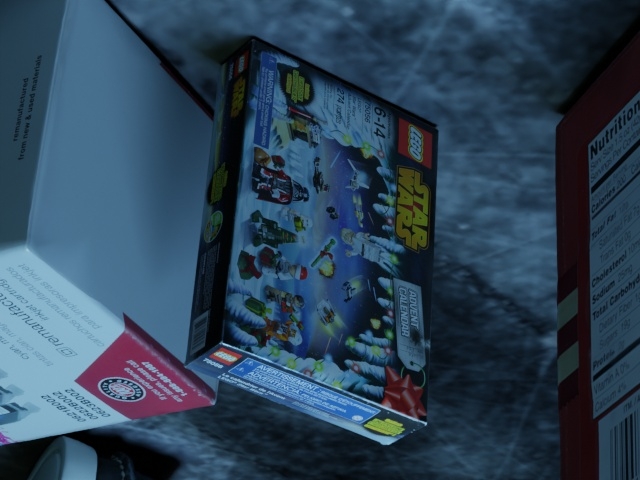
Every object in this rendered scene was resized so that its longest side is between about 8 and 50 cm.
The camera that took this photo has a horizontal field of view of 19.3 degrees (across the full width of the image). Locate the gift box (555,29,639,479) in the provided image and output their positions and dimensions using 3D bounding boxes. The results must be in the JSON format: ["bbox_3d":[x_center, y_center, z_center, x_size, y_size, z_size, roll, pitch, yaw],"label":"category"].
[{"bbox_3d":[0.239,0.044,0.649,0.258,0.276,0.255,13,152,-17],"label":"gift box"}]

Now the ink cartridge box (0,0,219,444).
[{"bbox_3d":[-0.141,0.000,0.745,0.176,0.127,0.128,-13,144,27],"label":"ink cartridge box"}]

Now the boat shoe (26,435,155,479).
[{"bbox_3d":[-0.160,0.219,1.104,0.091,0.114,0.302,21,145,-15],"label":"boat shoe"}]

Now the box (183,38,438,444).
[{"bbox_3d":[0.000,0.000,0.720,0.094,0.137,0.027,24,143,-29],"label":"box"}]
